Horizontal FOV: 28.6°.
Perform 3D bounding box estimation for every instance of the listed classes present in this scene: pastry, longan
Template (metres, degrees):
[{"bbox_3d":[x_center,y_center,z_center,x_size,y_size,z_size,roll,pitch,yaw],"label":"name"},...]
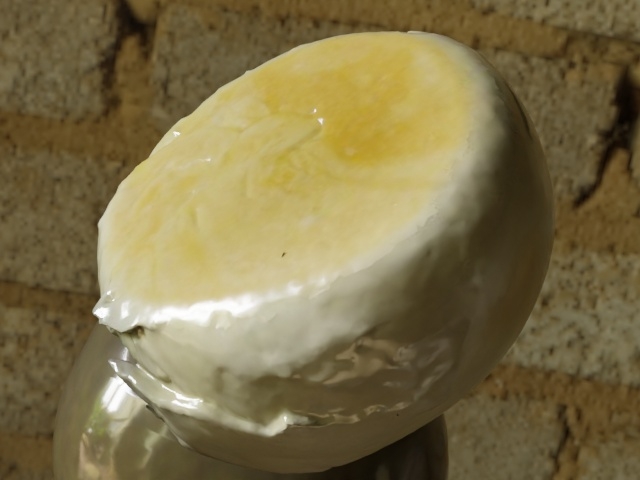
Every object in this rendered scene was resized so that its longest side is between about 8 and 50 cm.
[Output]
[{"bbox_3d":[0.002,-0.002,0.673,0.265,0.265,0.133,24,-23,42],"label":"pastry"},{"bbox_3d":[-0.062,0.187,1.160,0.361,0.361,0.361,10,15,-3],"label":"longan"}]
